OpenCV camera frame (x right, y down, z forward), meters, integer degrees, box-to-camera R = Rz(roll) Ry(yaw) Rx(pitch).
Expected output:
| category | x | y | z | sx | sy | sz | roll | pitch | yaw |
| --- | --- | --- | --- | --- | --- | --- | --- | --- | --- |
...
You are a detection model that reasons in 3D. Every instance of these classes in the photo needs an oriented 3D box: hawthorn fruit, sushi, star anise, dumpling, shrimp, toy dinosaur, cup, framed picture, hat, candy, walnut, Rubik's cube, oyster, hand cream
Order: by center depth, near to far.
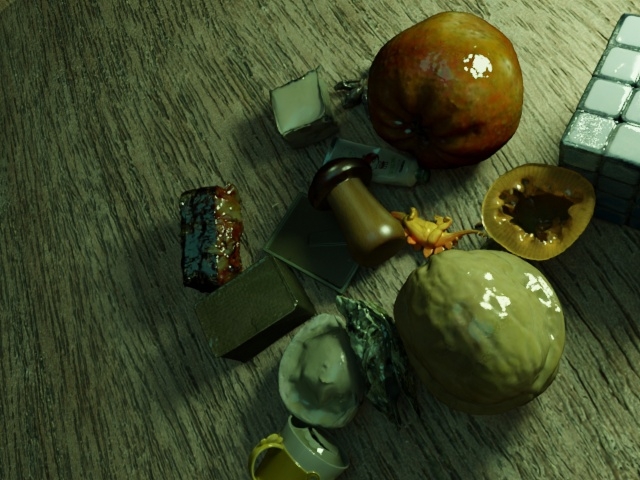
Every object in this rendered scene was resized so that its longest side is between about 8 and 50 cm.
| category | x | y | z | sx | sy | sz | roll | pitch | yaw |
| --- | --- | --- | --- | --- | --- | --- | --- | --- | --- |
| Rubik's cube | 0.739 | -0.225 | 1.254 | 0.337 | 0.344 | 0.344 | 25 | 82 | 25 |
| walnut | 0.345 | 0.191 | 1.270 | 0.381 | 0.381 | 0.382 | -7 | 71 | 20 |
| hat | 0.544 | -0.047 | 1.340 | 0.244 | 0.233 | 0.234 | -38 | 54 | 31 |
| cup | -0.079 | 0.548 | 1.397 | 0.226 | 0.241 | 0.185 | -55 | 33 | 5 |
| oyster | 0.144 | 0.276 | 1.397 | 0.158 | 0.162 | 0.351 | -28 | 85 | -14 |
| hawthorn fruit | 0.334 | -0.388 | 1.468 | 0.402 | 0.403 | 0.403 | -7 | 71 | 20 |
| dumpling | 0.017 | 0.335 | 1.474 | 0.204 | 0.163 | 0.293 | -31 | 54 | 32 |
| shrimp | 0.417 | 0.002 | 1.487 | 0.127 | 0.025 | 0.091 | -46 | 62 | -3 |
| toy dinosaur | 0.290 | -0.013 | 1.521 | 0.288 | 0.070 | 0.117 | 21 | 92 | 30 |
| framed picture | 0.000 | 0.000 | 1.649 | 0.289 | 0.020 | 0.211 | 27 | 80 | 27 |
| hand cream | 0.151 | -0.215 | 1.651 | 0.335 | 0.076 | 0.121 | 17 | 81 | 32 |
| sushi | -0.311 | -0.012 | 1.708 | 0.181 | 0.196 | 0.344 | -3 | 76 | 1 |
| star anise | 0.151 | -0.453 | 1.723 | 0.207 | 0.063 | 0.172 | -29 | 66 | 10 |
| candy | -0.045 | -0.390 | 1.739 | 0.184 | 0.137 | 0.195 | -21 | 68 | 14 |

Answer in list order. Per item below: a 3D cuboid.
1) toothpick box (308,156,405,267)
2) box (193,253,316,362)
| category | x | y | z | sx | sy | sz | roll | pitch | yaw |
| --- | --- | --- | --- | --- | --- | --- | --- | --- | --- |
| toothpick box | 0.093 | -0.083 | 1.540 | 0.192 | 0.192 | 0.294 | -34 | 66 | 8 |
| box | -0.180 | 0.193 | 1.598 | 0.273 | 0.143 | 0.184 | -35 | 63 | 8 |
